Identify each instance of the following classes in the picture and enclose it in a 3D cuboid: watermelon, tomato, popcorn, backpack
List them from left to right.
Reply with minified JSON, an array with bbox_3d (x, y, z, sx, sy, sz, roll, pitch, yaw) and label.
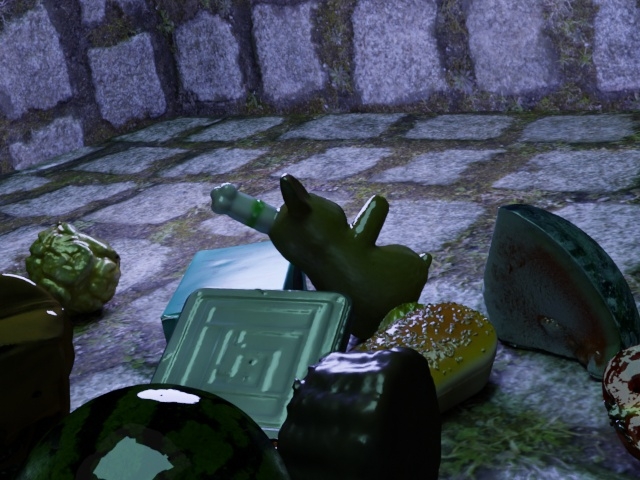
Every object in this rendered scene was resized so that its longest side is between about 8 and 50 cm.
[{"bbox_3d":[-0.444,0.205,1.072,0.353,0.378,0.201,-31,67,-33],"label":"backpack"},{"bbox_3d":[-0.485,0.061,1.781,0.185,0.167,0.187,15,20,-45],"label":"popcorn"},{"bbox_3d":[-0.150,0.275,0.816,0.285,0.285,0.285,-8,18,3],"label":"watermelon"},{"bbox_3d":[0.328,0.074,1.333,0.213,0.289,0.320,-35,25,19],"label":"watermelon"},{"bbox_3d":[0.404,0.205,1.060,0.138,0.091,0.159,-18,46,1],"label":"tomato"}]

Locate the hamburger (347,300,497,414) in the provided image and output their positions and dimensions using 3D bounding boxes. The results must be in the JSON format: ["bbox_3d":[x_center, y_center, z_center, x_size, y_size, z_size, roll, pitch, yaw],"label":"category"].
[{"bbox_3d":[0.143,0.163,1.263,0.210,0.116,0.173,-23,23,-25],"label":"hamburger"}]

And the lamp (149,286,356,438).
[{"bbox_3d":[-0.103,0.178,1.277,0.268,0.047,0.267,1,48,20],"label":"lamp"}]

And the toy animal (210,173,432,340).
[{"bbox_3d":[0.012,-0.004,1.454,0.181,0.363,0.180,-37,7,38],"label":"toy animal"}]

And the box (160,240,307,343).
[{"bbox_3d":[-0.137,0.106,1.559,0.205,0.118,0.311,-11,18,7],"label":"box"}]

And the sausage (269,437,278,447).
[{"bbox_3d":[-0.166,0.287,1.075,0.330,0.102,0.102,-3,19,13],"label":"sausage"}]

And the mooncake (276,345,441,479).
[{"bbox_3d":[0.045,0.223,0.970,0.124,0.228,0.228,0,20,27],"label":"mooncake"}]

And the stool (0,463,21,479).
[{"bbox_3d":[-0.348,0.315,1.037,0.096,0.110,0.096,9,37,-7],"label":"stool"}]
